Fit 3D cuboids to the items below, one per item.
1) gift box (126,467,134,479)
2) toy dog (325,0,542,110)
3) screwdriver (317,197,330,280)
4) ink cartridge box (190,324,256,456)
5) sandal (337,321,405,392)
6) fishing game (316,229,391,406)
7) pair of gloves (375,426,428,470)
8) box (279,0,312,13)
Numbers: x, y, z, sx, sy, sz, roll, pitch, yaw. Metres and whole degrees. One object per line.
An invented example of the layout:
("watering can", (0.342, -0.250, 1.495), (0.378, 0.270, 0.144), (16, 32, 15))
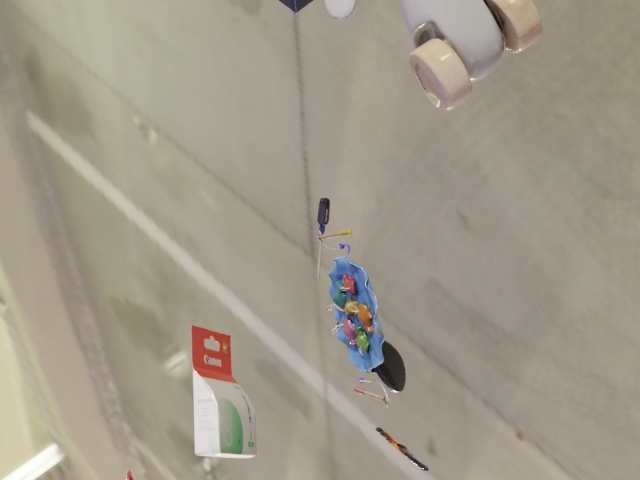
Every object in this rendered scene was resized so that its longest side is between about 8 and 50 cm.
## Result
("gift box", (-0.325, 0.479, 1.787), (0.255, 0.258, 0.276), (-13, 73, 51))
("toy dog", (0.120, -0.303, 1.445), (0.161, 0.220, 0.334), (115, 140, -74))
("screwdriver", (0.000, 0.000, 2.233), (0.024, 0.025, 0.170), (17, 113, 24))
("ink cartridge box", (-0.168, 0.268, 2.111), (0.181, 0.056, 0.225), (31, -124, -69))
("sandal", (0.083, 0.189, 2.042), (0.040, 0.067, 0.179), (-25, 115, 41))
("fishing game", (0.045, 0.114, 1.786), (0.189, 0.041, 0.264), (-177, 74, -70))
("pair of gloves", (0.110, 0.281, 1.622), (0.074, 0.010, 0.083), (42, 176, -17))
("box", (-0.037, -0.451, 1.807), (0.158, 0.156, 0.093), (41, 159, 26))
